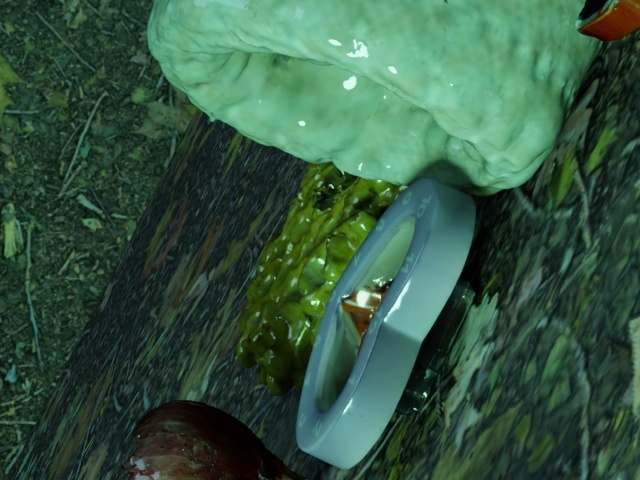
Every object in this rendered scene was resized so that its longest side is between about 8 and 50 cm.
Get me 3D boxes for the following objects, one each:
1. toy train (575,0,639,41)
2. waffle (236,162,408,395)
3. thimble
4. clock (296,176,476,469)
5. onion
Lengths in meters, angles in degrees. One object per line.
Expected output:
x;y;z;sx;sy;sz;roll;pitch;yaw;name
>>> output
0.255;-0.284;1.040;0.086;0.089;0.409;150;144;-79;toy train
0.000;0.000;1.610;0.260;0.069;0.293;-59;11;18;waffle
0.042;-0.154;1.245;0.195;0.291;0.291;-68;12;-13;thimble
0.049;0.057;1.269;0.198;0.064;0.172;-64;11;-1;clock
-0.072;0.203;1.349;0.184;0.147;0.184;-7;-90;-74;onion
